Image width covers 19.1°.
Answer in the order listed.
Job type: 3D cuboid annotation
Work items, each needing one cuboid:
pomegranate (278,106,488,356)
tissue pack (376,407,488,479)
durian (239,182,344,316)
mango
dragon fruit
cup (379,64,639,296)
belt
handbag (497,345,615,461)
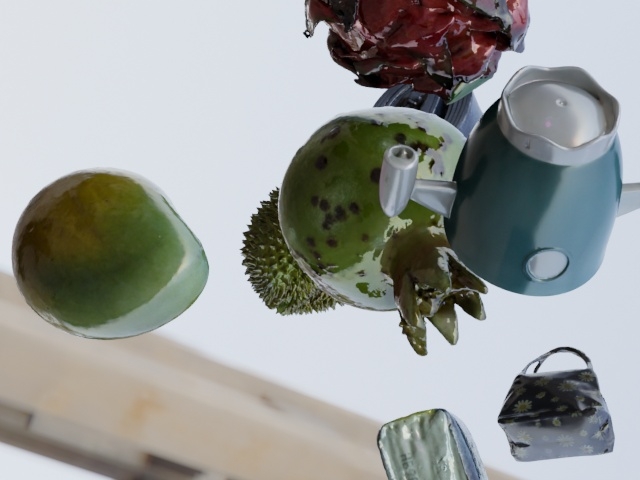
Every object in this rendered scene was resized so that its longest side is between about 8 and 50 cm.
[{"bbox_3d":[0.095,-0.007,1.953,0.286,0.231,0.231,48,-63,30],"label":"pomegranate"},{"bbox_3d":[0.123,0.254,1.773,0.257,0.081,0.185,43,29,-79],"label":"tissue pack"},{"bbox_3d":[-0.015,-0.001,2.209,0.198,0.159,0.146,101,-18,-47],"label":"durian"},{"bbox_3d":[-0.151,0.010,1.364,0.195,0.092,0.130,11,-122,46],"label":"mango"},{"bbox_3d":[0.085,-0.267,1.838,0.234,0.293,0.233,-19,-131,24],"label":"dragon fruit"},{"bbox_3d":[0.203,-0.066,1.749,0.173,0.300,0.167,99,-13,-47],"label":"cup"},{"bbox_3d":[0.131,-0.133,2.441,0.141,0.082,0.190,4,-130,31],"label":"belt"},{"bbox_3d":[0.253,0.163,2.004,0.115,0.072,0.139,-9,-143,21],"label":"handbag"}]
